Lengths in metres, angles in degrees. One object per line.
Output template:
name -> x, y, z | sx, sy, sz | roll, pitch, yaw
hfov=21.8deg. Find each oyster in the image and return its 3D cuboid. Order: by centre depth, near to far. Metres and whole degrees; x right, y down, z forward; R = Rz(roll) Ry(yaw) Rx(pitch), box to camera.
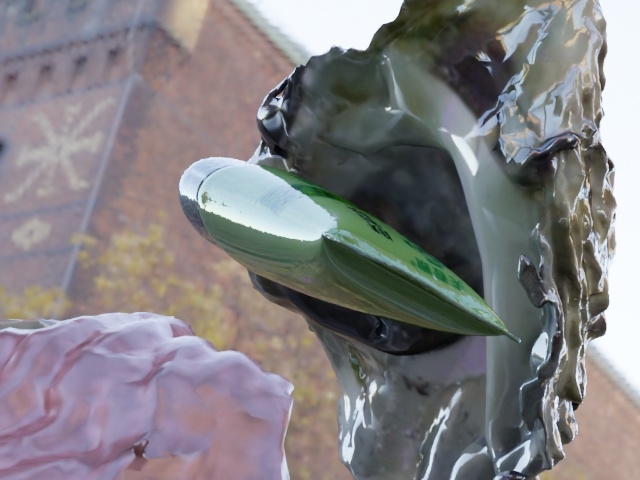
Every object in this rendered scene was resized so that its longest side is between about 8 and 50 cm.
oyster -> 0.057, 0.017, 0.797 | 0.238, 0.115, 0.351 | 43, -43, 35

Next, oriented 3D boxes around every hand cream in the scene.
hand cream -> 0.000, 0.000, 0.680 | 0.095, 0.046, 0.175 | 30, -6, -31

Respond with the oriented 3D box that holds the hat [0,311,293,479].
hat -> -0.108, 0.094, 0.308 | 0.286, 0.237, 0.107 | 0, -61, -35
